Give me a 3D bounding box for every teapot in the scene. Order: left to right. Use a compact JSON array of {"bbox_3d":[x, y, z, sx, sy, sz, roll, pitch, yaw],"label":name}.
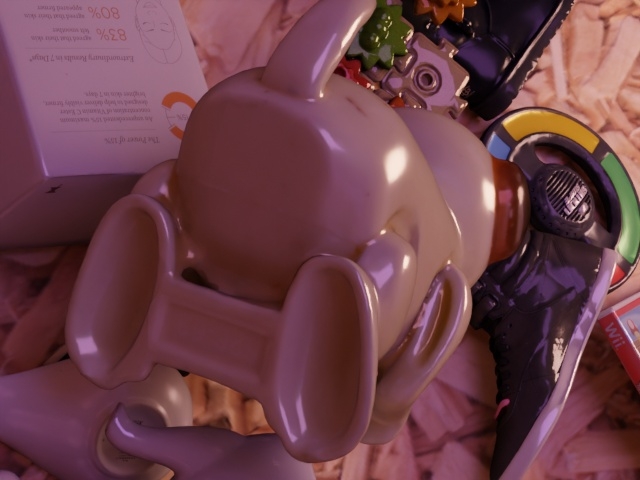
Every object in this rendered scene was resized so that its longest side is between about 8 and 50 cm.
[{"bbox_3d":[-0.083,0.295,1.675,0.187,0.252,0.256,-12,51,-5],"label":"teapot"}]

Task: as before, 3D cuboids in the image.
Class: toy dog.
[{"bbox_3d":[0.010,-0.018,1.720,0.408,0.284,0.395,-6,102,-63],"label":"toy dog"}]

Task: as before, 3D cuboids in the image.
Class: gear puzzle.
[{"bbox_3d":[0.073,-0.167,2.035,0.175,0.044,0.339,39,70,-12],"label":"gear puzzle"}]

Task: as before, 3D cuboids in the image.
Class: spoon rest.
[{"bbox_3d":[-0.236,0.154,1.700,0.276,0.084,0.137,7,103,-32],"label":"spoon rest"}]

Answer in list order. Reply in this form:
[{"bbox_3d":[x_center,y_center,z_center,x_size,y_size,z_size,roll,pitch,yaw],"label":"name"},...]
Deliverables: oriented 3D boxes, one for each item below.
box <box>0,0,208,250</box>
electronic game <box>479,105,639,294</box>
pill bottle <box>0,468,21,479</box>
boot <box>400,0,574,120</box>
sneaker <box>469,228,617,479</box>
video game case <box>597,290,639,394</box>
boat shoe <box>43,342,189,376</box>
[{"bbox_3d":[-0.253,-0.181,1.793,0.215,0.168,0.345,-4,69,-43],"label":"box"},{"bbox_3d":[0.263,-0.042,2.163,0.229,0.048,0.229,15,60,-28],"label":"electronic game"},{"bbox_3d":[-0.227,0.334,1.574,0.278,0.162,0.162,52,50,-3],"label":"pill bottle"},{"bbox_3d":[0.165,-0.280,2.183,0.207,0.094,0.246,41,57,-15],"label":"boot"},{"bbox_3d":[0.190,0.113,2.015,0.147,0.104,0.295,23,67,1],"label":"sneaker"},{"bbox_3d":[0.407,0.183,2.115,0.285,0.025,0.204,61,28,6],"label":"video game case"},{"bbox_3d":[-0.146,0.090,1.799,0.233,0.084,0.079,-18,74,-40],"label":"boat shoe"}]
